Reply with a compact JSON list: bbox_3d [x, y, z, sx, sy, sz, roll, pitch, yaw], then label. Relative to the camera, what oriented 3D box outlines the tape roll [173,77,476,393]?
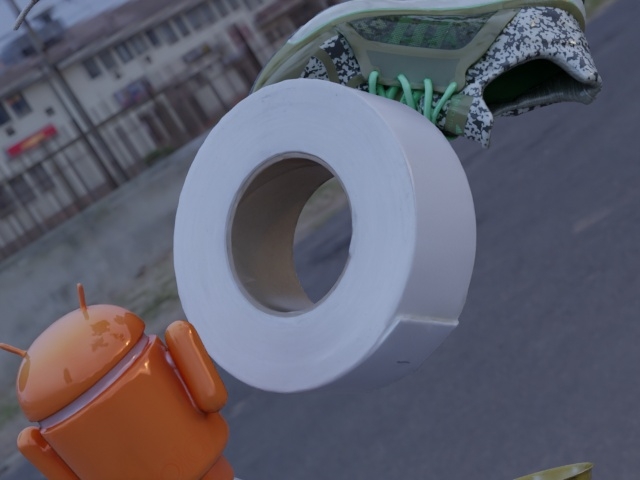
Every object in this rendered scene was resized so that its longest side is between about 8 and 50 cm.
[{"bbox_3d":[0.000,0.000,1.270,0.286,0.286,0.100,-28,-22,32],"label":"tape roll"}]

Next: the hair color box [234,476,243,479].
[{"bbox_3d":[-0.086,0.364,1.893,0.043,0.072,0.141,-55,-33,-1],"label":"hair color box"}]

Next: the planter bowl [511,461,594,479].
[{"bbox_3d":[0.357,0.437,2.280,0.217,0.090,0.217,-17,-5,-2],"label":"planter bowl"}]

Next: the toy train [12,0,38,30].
[{"bbox_3d":[-0.184,-0.265,1.084,0.248,0.105,0.143,-45,-15,7],"label":"toy train"}]

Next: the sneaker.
[{"bbox_3d":[0.121,-0.169,1.509,0.410,0.158,0.182,-18,46,-3],"label":"sneaker"}]

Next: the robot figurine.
[{"bbox_3d":[-0.161,0.143,1.153,0.158,0.219,0.128,-25,18,51],"label":"robot figurine"}]
